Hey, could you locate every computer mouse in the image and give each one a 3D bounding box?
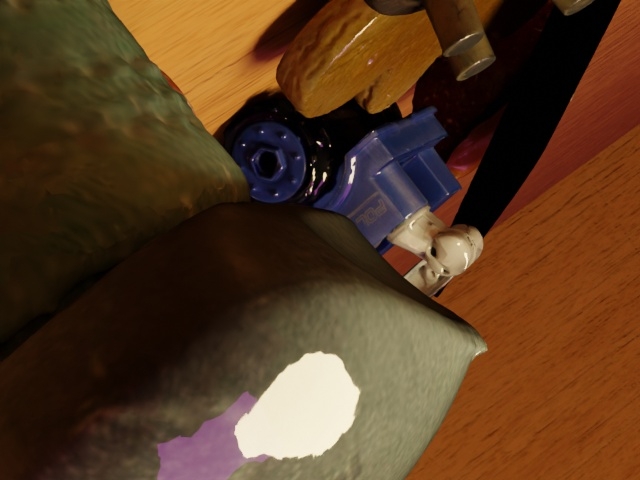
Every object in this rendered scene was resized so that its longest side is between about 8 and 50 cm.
[{"bbox_3d":[-0.036,0.077,0.751,0.203,0.114,0.374,-39,175,3],"label":"computer mouse"}]

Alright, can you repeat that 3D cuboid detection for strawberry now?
[{"bbox_3d":[0.136,-0.128,1.500,0.192,0.085,0.140,-49,162,16],"label":"strawberry"}]

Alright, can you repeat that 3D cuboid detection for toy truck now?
[{"bbox_3d":[0.000,0.000,1.310,0.213,0.177,0.161,-42,173,28],"label":"toy truck"}]

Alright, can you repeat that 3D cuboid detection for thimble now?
[{"bbox_3d":[-0.141,-0.006,0.736,0.198,0.143,0.235,-41,171,32],"label":"thimble"}]

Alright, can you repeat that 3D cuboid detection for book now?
[{"bbox_3d":[0.172,-0.130,1.345,0.228,0.018,0.322,-48,165,-47],"label":"book"}]

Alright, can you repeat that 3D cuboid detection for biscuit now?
[{"bbox_3d":[0.078,-0.159,1.199,0.301,0.049,0.197,-32,162,-42],"label":"biscuit"}]

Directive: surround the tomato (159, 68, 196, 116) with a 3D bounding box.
[{"bbox_3d":[-0.137,0.017,0.943,0.237,0.095,0.237,-46,-178,3],"label":"tomato"}]

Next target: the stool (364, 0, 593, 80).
[{"bbox_3d":[0.095,-0.168,0.964,0.217,0.121,0.125,-29,168,-24],"label":"stool"}]
